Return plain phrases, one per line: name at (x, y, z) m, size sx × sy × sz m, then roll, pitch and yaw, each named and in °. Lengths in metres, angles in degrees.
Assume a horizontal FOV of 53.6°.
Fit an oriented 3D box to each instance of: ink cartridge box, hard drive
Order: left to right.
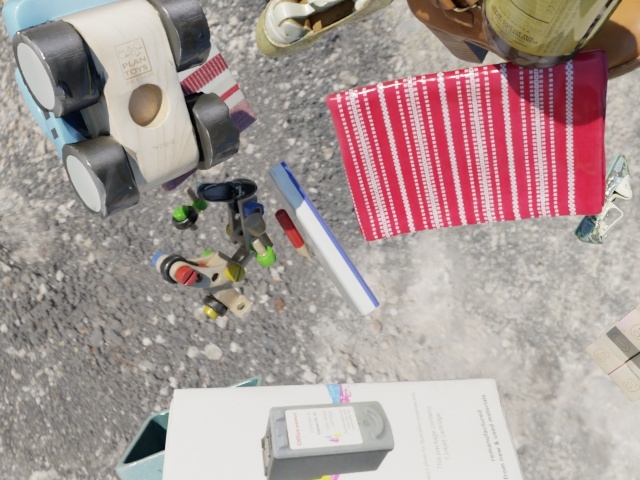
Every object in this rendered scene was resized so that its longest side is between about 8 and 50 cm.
hard drive at (0.000, 0.000, 1.259) m, size 0.040 × 0.210 × 0.319 m, roll -34°, pitch 90°, yaw -5°
ink cartridge box at (0.017, 0.250, 0.619) m, size 0.306 × 0.131 × 0.226 m, roll -3°, pitch 135°, yaw -3°

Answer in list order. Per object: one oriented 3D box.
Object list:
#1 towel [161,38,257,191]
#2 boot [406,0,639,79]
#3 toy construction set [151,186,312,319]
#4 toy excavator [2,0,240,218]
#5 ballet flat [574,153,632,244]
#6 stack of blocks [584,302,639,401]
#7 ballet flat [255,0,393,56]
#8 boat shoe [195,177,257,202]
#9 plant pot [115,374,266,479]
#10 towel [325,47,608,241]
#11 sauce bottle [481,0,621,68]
towel at (-0.279, -0.282, 1.158) m, size 0.237 × 0.037 × 0.329 m, roll -43°, pitch 130°, yaw -17°
boot at (0.196, -0.267, 0.644) m, size 0.220 × 0.283 × 0.109 m, roll 34°, pitch 87°, yaw -46°
toy construction set at (-0.158, 0.044, 1.316) m, size 0.237 × 0.308 × 0.257 m, roll 59°, pitch 41°, yaw -39°
toy excavator at (-0.367, -0.289, 0.899) m, size 0.222 × 0.445 × 0.433 m, roll -34°, pitch 127°, yaw -32°
ballet flat at (0.571, -0.076, 1.241) m, size 0.070 × 0.070 × 0.188 m, roll 23°, pitch 97°, yaw -28°
stack of blocks at (0.419, 0.076, 0.700) m, size 0.171 × 0.297 × 0.087 m, roll -28°, pitch 67°, yaw -23°
ballet flat at (-0.014, -0.436, 1.179) m, size 0.123 × 0.348 × 0.123 m, roll 21°, pitch 64°, yaw -51°
boat shoe at (-0.175, -0.095, 1.212) m, size 0.125 × 0.038 × 0.046 m, roll -2°, pitch 109°, yaw -30°
plant pot at (-0.183, 0.434, 1.159) m, size 0.247 × 0.247 × 0.252 m, roll -20°, pitch 96°, yaw 0°
towel at (0.159, -0.089, 0.674) m, size 0.031 × 0.274 × 0.199 m, roll -82°, pitch 161°, yaw -49°
sauce bottle at (0.186, -0.232, 0.416) m, size 0.111 × 0.344 × 0.112 m, roll -1°, pitch 80°, yaw 3°
